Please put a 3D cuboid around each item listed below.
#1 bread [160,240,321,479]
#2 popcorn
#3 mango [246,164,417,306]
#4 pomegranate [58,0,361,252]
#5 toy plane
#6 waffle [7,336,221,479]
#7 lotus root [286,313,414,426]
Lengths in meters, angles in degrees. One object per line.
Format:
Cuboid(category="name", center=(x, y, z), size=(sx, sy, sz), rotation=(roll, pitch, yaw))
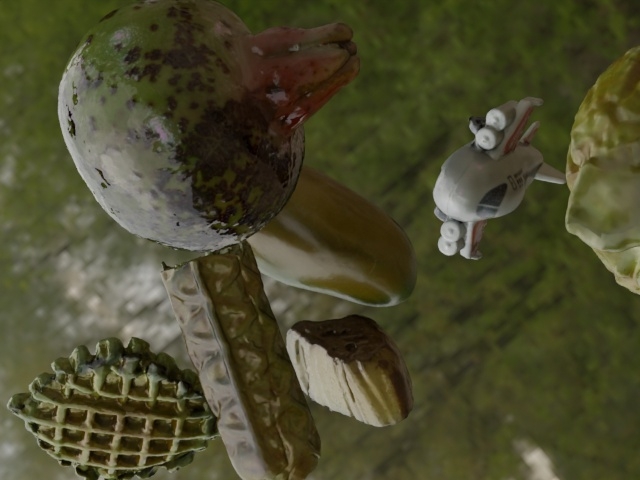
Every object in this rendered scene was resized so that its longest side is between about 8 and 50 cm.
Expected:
Cuboid(category="bread", center=(-0.077, 0.132, 1.843), size=(0.087, 0.098, 0.269), rotation=(-177, 67, -80))
Cuboid(category="popcorn", center=(0.361, -0.062, 1.636), size=(0.276, 0.276, 0.225), rotation=(50, -157, 3))
Cuboid(category="mango", center=(0.000, 0.000, 1.967), size=(0.251, 0.156, 0.114), rotation=(31, -130, -12))
Cuboid(category="pomegranate", center=(-0.076, -0.106, 1.415), size=(0.214, 0.248, 0.214), rotation=(54, -158, -34))
Cuboid(category="toy plane", center=(0.239, -0.086, 2.440), size=(0.118, 0.252, 0.252), rotation=(32, 178, 23))
Cuboid(category="waffle", center=(-0.222, 0.196, 2.012), size=(0.214, 0.208, 0.054), rotation=(49, -154, -34))
Cuboid(category="lotus root", center=(0.039, 0.136, 2.030), size=(0.159, 0.095, 0.135), rotation=(22, 149, 32))
